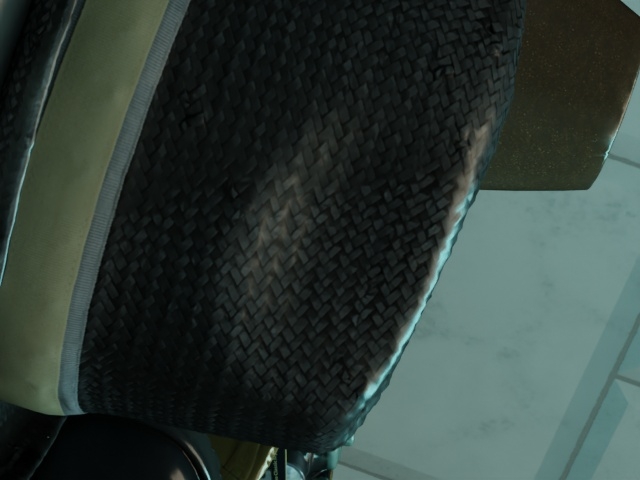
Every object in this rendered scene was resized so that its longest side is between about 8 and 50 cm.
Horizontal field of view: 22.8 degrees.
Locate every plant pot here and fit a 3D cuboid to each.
[{"bbox_3d":[0.072,-0.119,0.963,0.215,0.230,0.215,19,90,-88],"label":"plant pot"}]

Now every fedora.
[{"bbox_3d":[-0.013,-0.042,0.605,0.334,0.152,0.334,19,90,-87],"label":"fedora"}]

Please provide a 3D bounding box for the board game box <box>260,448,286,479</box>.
[{"bbox_3d":[-0.052,0.126,1.382,0.165,0.042,0.243,98,-9,-77],"label":"board game box"}]

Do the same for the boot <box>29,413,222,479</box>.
[{"bbox_3d":[-0.127,0.212,0.706,0.207,0.094,0.246,-74,-173,-54],"label":"boot"}]

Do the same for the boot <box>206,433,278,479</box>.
[{"bbox_3d":[-0.087,0.140,1.153,0.213,0.077,0.165,-42,-172,-23],"label":"boot"}]

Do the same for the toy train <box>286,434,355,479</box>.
[{"bbox_3d":[-0.031,0.216,1.829,0.334,0.142,0.190,-81,176,-62],"label":"toy train"}]
